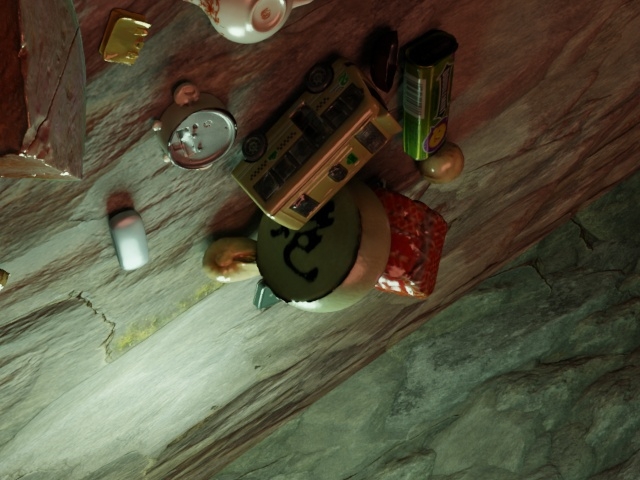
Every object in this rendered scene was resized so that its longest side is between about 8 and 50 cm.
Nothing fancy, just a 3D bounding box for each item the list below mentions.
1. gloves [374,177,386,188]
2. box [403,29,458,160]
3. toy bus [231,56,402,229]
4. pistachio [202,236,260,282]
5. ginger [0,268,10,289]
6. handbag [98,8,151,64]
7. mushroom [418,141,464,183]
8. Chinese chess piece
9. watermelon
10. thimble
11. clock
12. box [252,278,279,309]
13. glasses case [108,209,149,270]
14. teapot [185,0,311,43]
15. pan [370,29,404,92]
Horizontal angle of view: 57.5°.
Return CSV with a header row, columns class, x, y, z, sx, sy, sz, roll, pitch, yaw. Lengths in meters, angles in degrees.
class,x,y,z,sx,sy,sz,roll,pitch,yaw
gloves,0.214,-0.119,1.767,0.229,0.119,0.097,39,64,-59
box,0.276,-0.359,1.491,0.134,0.097,0.345,-42,153,-17
toy bus,-0.004,-0.207,1.294,0.365,0.202,0.177,-45,150,11
pistachio,-0.222,0.048,1.514,0.145,0.117,0.200,-11,178,31
ginger,-0.675,0.078,1.080,0.190,0.068,0.095,-13,167,-40
handbag,-0.317,-0.328,0.945,0.061,0.027,0.083,-5,140,-46
mushroom,0.368,-0.233,1.771,0.148,0.112,0.148,-26,148,-18
Chinese chess piece,0.000,0.000,1.422,0.349,0.349,0.146,-49,145,19
watermelon,-0.456,-0.219,0.792,0.222,0.319,0.292,0,99,-9
thimble,0.173,0.009,1.604,0.350,0.350,0.230,34,71,-60
clock,-0.244,-0.212,1.158,0.156,0.063,0.229,-28,149,-19
box,-0.160,0.161,1.822,0.091,0.031,0.126,-19,144,-32
glasses case,-0.419,0.002,1.284,0.067,0.045,0.178,-24,148,-25
teapot,-0.105,-0.415,0.997,0.246,0.116,0.159,-20,136,-40
pan,0.149,-0.390,1.333,0.202,0.048,0.128,53,51,-70
